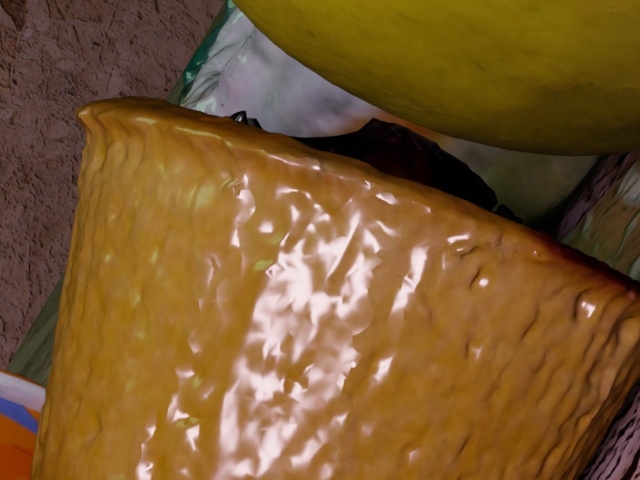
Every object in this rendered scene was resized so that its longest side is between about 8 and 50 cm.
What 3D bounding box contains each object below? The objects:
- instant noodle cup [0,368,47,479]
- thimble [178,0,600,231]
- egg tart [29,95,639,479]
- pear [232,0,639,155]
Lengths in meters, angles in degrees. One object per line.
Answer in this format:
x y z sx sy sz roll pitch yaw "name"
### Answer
-0.169 0.213 0.640 0.296 0.296 0.214 -51 22 22 "instant noodle cup"
0.059 -0.111 0.843 0.288 0.167 0.254 -49 14 32 "thimble"
-0.001 0.043 0.592 0.215 0.215 0.171 -171 102 -78 "egg tart"
0.089 -0.162 0.570 0.294 0.294 0.294 -52 11 15 "pear"
